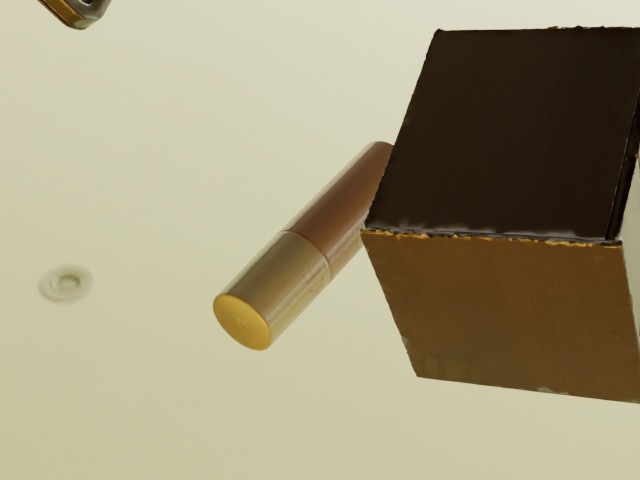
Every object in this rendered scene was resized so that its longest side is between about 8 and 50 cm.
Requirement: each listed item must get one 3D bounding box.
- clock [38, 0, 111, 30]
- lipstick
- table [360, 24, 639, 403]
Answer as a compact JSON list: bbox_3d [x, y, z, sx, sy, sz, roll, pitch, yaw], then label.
[{"bbox_3d":[-0.315,-0.408,1.321,0.049,0.273,0.278,-17,-139,39],"label":"clock"},{"bbox_3d":[0.000,0.000,1.140,0.070,0.070,0.254,25,-129,25],"label":"lipstick"},{"bbox_3d":[0.152,-0.021,0.808,0.173,0.169,0.193,4,-129,24],"label":"table"}]
